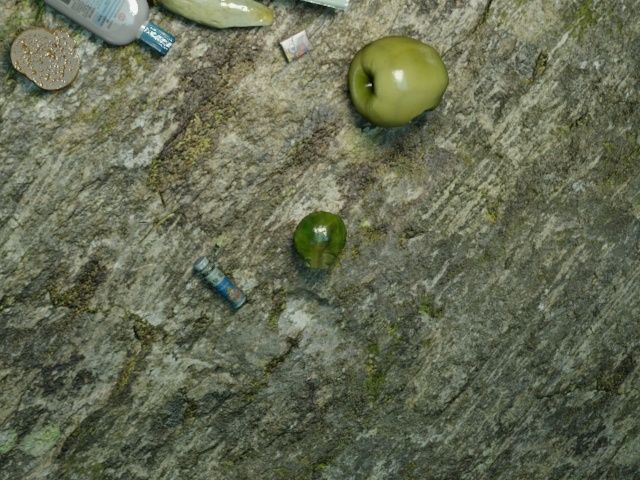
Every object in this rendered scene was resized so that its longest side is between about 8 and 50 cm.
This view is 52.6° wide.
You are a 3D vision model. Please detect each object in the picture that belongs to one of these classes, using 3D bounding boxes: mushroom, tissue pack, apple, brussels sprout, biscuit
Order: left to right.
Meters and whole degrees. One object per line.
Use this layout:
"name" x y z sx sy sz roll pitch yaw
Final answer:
"biscuit" -0.708 -0.478 1.685 0.171 0.050 0.170 -4 102 -19
"mushroom" -0.292 -0.625 1.729 0.334 0.087 0.107 13 126 -23
"tissue pack" -0.069 -0.553 1.837 0.083 0.035 0.063 -29 112 -6
"brussels sprout" -0.005 -0.001 1.976 0.162 0.144 0.180 15 91 -54
"apple" 0.212 -0.449 1.825 0.280 0.279 0.278 -4 108 -14

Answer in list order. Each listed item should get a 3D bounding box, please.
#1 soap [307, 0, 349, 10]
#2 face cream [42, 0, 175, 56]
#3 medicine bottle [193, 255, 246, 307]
"soap" -0.047 -0.708 1.726 0.262 0.150 0.094 6 132 -18
"face cream" -0.536 -0.596 1.673 0.337 0.080 0.163 30 101 -21
"medicine bottle" -0.307 0.127 1.981 0.051 0.051 0.191 -42 112 1
